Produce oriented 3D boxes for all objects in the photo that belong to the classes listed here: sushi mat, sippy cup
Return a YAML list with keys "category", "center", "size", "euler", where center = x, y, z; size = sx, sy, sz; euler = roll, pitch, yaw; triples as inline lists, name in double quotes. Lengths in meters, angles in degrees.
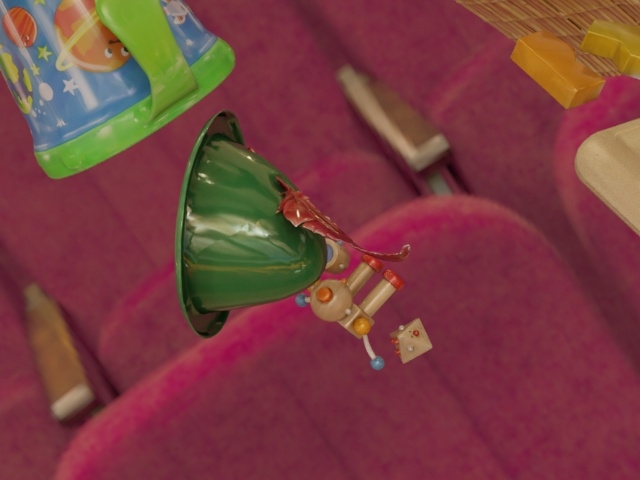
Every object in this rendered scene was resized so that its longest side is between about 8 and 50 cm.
- category: "sushi mat"
  center: [0.243, -0.199, 1.471]
  size: [0.151, 0.316, 0.019]
  euler: [-4, 80, 27]
- category: "sippy cup"
  center: [-0.242, -0.217, 1.632]
  size: [0.305, 0.224, 0.240]
  euler: [-21, 18, 34]

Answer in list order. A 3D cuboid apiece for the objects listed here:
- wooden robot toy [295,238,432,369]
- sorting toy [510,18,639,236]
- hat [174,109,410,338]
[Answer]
- category: "wooden robot toy"
  center: [0.015, 0.040, 1.328]
  size: [0.173, 0.079, 0.076]
  euler: [38, 94, 25]
- category: "sorting toy"
  center: [0.283, -0.049, 1.095]
  size: [0.229, 0.041, 0.307]
  euler: [-21, 57, -36]
- category: "hat"
  center: [0.000, 0.000, 1.188]
  size: [0.184, 0.173, 0.208]
  euler: [4, 40, 13]
